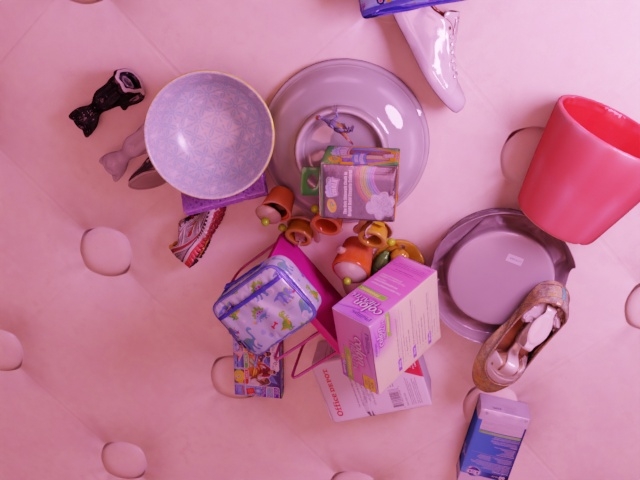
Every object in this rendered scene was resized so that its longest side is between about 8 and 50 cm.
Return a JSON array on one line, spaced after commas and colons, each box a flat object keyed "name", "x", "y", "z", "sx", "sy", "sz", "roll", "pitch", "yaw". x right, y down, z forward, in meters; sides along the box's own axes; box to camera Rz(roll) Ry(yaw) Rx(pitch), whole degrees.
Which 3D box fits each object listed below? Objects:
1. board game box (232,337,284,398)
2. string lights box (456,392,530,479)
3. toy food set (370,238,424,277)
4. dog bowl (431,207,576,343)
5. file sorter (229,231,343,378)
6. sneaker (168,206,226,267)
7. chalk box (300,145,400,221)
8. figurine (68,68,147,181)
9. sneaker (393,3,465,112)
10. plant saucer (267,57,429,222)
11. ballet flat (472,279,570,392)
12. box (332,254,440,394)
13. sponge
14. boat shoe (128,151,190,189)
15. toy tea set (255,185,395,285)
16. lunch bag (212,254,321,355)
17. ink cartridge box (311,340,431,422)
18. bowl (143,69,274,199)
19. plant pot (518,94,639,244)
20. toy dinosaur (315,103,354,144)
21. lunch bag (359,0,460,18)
[{"name": "board game box", "x": -0.170, "y": 0.339, "z": 1.955, "sx": 0.136, "sy": 0.035, "sz": 0.201, "roll": 4, "pitch": 114, "yaw": 7}, {"name": "string lights box", "x": 0.465, "y": 0.554, "z": 1.931, "sx": 0.134, "sy": 0.076, "sz": 0.259, "roll": 13, "pitch": 114, "yaw": 3}, {"name": "toy food set", "x": 0.175, "y": 0.104, "z": 1.782, "sx": 0.128, "sy": 0.071, "sz": 0.217, "roll": 25, "pitch": 115, "yaw": -3}, {"name": "dog bowl", "x": 0.432, "y": 0.079, "z": 1.718, "sx": 0.349, "sy": 0.102, "sz": 0.348, "roll": 3, "pitch": 114, "yaw": 6}, {"name": "file sorter", "x": -0.081, "y": 0.169, "z": 1.778, "sx": 0.182, "sy": 0.202, "sz": 0.290, "roll": -35, "pitch": 104, "yaw": 22}, {"name": "sneaker", "x": -0.313, "y": -0.038, "z": 1.786, "sx": 0.093, "sy": 0.088, "sz": 0.225, "roll": 34, "pitch": 110, "yaw": 2}, {"name": "chalk box", "x": 0.064, "y": -0.128, "z": 1.559, "sx": 0.213, "sy": 0.132, "sz": 0.132, "roll": 5, "pitch": 115, "yaw": 7}, {"name": "figurine", "x": -0.487, "y": -0.267, "z": 1.706, "sx": 0.210, "sy": 0.092, "sz": 0.214, "roll": -29, "pitch": 95, "yaw": 27}, {"name": "sneaker", "x": 0.263, "y": -0.418, "z": 1.525, "sx": 0.123, "sy": 0.106, "sz": 0.290, "roll": -25, "pitch": 106, "yaw": 20}, {"name": "plant saucer", "x": 0.051, "y": -0.214, "z": 1.649, "sx": 0.401, "sy": 0.100, "sz": 0.400, "roll": 3, "pitch": 113, "yaw": 8}, {"name": "ballet flat", "x": 0.466, "y": 0.247, "z": 1.668, "sx": 0.123, "sy": 0.123, "sz": 0.348, "roll": 28, "pitch": 114, "yaw": -4}, {"name": "box", "x": 0.161, "y": 0.195, "z": 1.669, "sx": 0.117, "sy": 0.243, "sz": 0.213, "roll": 23, "pitch": 136, "yaw": 39}, {"name": "sponge", "x": -0.236, "y": -0.141, "z": 1.716, "sx": 0.210, "sy": 0.031, "sz": 0.117, "roll": -14, "pitch": 74, "yaw": 9}, {"name": "boat shoe", "x": -0.395, "y": -0.191, "z": 1.758, "sx": 0.206, "sy": 0.075, "sz": 0.064, "roll": -26, "pitch": 64, "yaw": 23}, {"name": "toy tea set", "x": 0.000, "y": 0.000, "z": 1.696, "sx": 0.336, "sy": 0.124, "sz": 0.200, "roll": 19, "pitch": 147, "yaw": 1}, {"name": "lunch bag", "x": -0.126, "y": 0.146, "z": 1.617, "sx": 0.219, "sy": 0.090, "sz": 0.176, "roll": -34, "pitch": 102, "yaw": 23}, {"name": "ink cartridge box", "x": 0.137, "y": 0.350, "z": 1.871, "sx": 0.273, "sy": 0.114, "sz": 0.196, "roll": -14, "pitch": 111, "yaw": 13}, {"name": "bowl", "x": -0.245, "y": -0.250, "z": 1.636, "sx": 0.290, "sy": 0.156, "sz": 0.289, "roll": 0, "pitch": 106, "yaw": 1}, {"name": "plant pot", "x": 0.573, "y": -0.140, "z": 1.530, "sx": 0.275, "sy": 0.275, "sz": 0.243, "roll": 24, "pitch": 123, "yaw": -2}, {"name": "toy dinosaur", "x": 0.028, "y": -0.250, "z": 1.561, "sx": 0.082, "sy": 0.047, "sz": 0.090, "roll": 14, "pitch": 127, "yaw": 22}, {"name": "lunch bag", "x": 0.183, "y": -0.584, "z": 1.427, "sx": 0.293, "sy": 0.138, "sz": 0.220, "roll": -8, "pitch": 91, "yaw": 17}]
